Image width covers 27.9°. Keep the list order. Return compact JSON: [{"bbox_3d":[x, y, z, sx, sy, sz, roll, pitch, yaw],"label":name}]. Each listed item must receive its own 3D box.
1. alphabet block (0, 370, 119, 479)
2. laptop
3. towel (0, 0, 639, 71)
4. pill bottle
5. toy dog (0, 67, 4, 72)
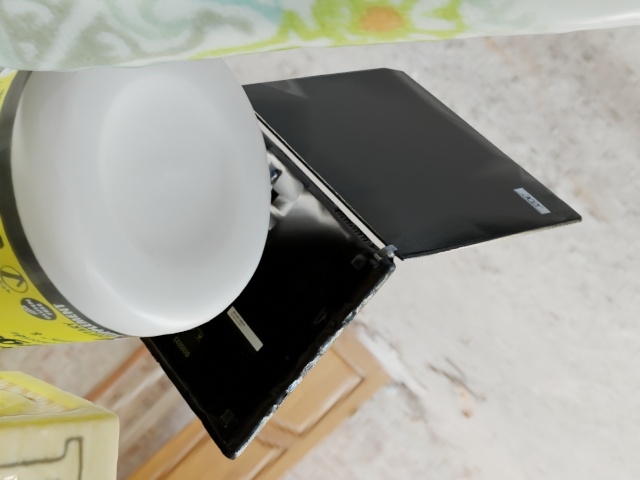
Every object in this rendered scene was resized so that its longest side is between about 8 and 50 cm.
[{"bbox_3d":[-0.285,0.216,0.991,0.193,0.197,0.192,1,-174,-39],"label":"alphabet block"},{"bbox_3d":[0.000,0.000,0.926,0.136,0.264,0.234,32,-169,-47],"label":"laptop"},{"bbox_3d":[-0.008,-0.150,0.251,0.375,0.090,0.320,-2,151,17],"label":"towel"},{"bbox_3d":[-0.210,-0.022,0.841,0.334,0.188,0.188,-8,131,40],"label":"pill bottle"},{"bbox_3d":[-0.412,-0.070,0.665,0.408,0.395,0.284,-12,143,34],"label":"toy dog"}]
